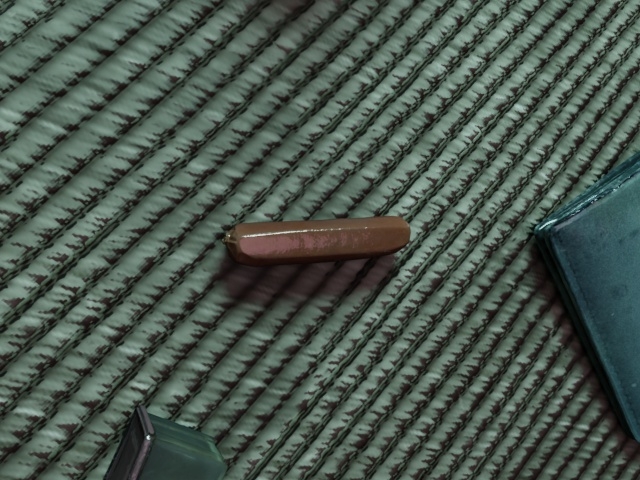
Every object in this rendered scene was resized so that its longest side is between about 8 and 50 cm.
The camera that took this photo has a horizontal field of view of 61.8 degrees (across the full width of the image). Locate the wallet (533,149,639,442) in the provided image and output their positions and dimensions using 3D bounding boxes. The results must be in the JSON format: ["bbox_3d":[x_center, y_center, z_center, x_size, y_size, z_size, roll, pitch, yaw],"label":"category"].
[{"bbox_3d":[0.363,0.021,0.516,0.290,0.054,0.251,-34,100,-15],"label":"wallet"}]

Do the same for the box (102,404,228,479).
[{"bbox_3d":[-0.106,0.162,0.348,0.063,0.060,0.085,26,81,-23],"label":"box"}]

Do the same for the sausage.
[{"bbox_3d":[0.000,0.000,0.397,0.147,0.030,0.035,-5,92,-20],"label":"sausage"}]
